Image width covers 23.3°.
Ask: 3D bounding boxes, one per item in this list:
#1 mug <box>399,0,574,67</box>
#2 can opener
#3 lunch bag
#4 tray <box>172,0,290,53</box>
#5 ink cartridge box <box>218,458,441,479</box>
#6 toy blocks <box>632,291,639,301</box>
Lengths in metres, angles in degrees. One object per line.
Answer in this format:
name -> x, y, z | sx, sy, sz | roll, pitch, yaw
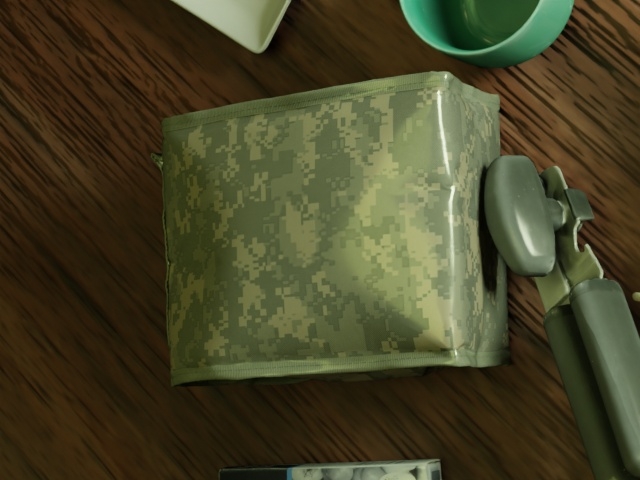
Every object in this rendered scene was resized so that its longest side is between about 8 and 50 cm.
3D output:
mug -> 0.153, -0.207, 1.256 | 0.158, 0.097, 0.129 | -5, 84, 27
can opener -> 0.192, 0.064, 1.197 | 0.074, 0.093, 0.280 | -55, 45, 49
lunch bag -> 0.000, 0.000, 1.284 | 0.287, 0.169, 0.235 | -5, 85, 23
tray -> -0.114, -0.293, 1.441 | 0.270, 0.030, 0.145 | 35, 102, 25
ink cartridge box -> 0.012, 0.294, 1.328 | 0.206, 0.045, 0.208 | -7, 85, 27
toy blocks -> 0.281, 0.076, 1.168 | 0.123, 0.054, 0.148 | 8, 94, 63
